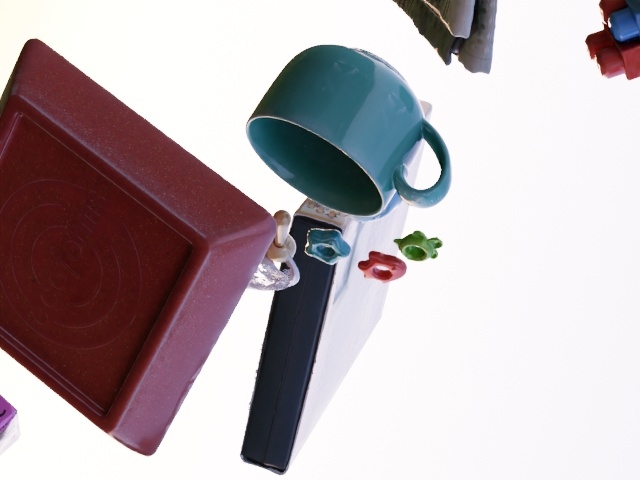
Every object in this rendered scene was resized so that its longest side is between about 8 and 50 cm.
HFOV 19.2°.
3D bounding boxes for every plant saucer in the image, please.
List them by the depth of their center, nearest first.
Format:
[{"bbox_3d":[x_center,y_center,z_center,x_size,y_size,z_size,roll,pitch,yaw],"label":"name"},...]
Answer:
[{"bbox_3d":[-0.194,0.014,1.501,0.048,0.259,0.258,-30,153,-58],"label":"plant saucer"}]

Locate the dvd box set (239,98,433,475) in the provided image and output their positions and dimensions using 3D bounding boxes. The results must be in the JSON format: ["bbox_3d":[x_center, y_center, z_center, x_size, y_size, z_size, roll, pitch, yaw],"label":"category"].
[{"bbox_3d":[0.024,0.037,2.140,0.420,0.062,0.307,-54,159,-63],"label":"dvd box set"}]

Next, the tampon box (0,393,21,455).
[{"bbox_3d":[-0.312,0.115,1.354,0.120,0.161,0.101,-43,173,-16],"label":"tampon box"}]

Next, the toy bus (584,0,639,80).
[{"bbox_3d":[0.316,-0.210,1.571,0.220,0.211,0.149,-102,172,-56],"label":"toy bus"}]

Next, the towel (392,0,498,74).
[{"bbox_3d":[0.123,-0.364,1.990,0.312,0.056,0.324,-124,-147,-61],"label":"towel"}]

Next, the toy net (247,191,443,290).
[{"bbox_3d":[0.000,0.000,1.707,0.232,0.122,0.045,-23,-142,41],"label":"toy net"}]

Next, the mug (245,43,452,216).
[{"bbox_3d":[0.029,-0.088,1.519,0.097,0.158,0.129,-58,-168,-21],"label":"mug"}]
